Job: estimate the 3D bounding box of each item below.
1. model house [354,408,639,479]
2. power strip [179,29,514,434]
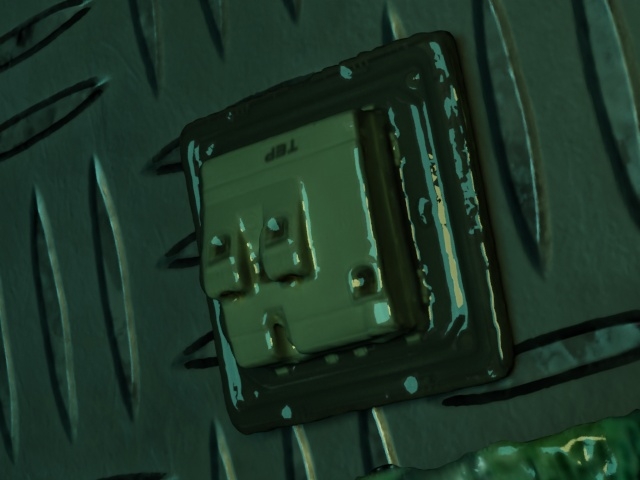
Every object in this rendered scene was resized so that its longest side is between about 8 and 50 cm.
[{"bbox_3d":[0.142,0.236,0.877,0.261,0.226,0.241,-24,73,39],"label":"model house"},{"bbox_3d":[-0.001,-0.002,1.102,0.257,0.092,0.251,-18,72,34],"label":"power strip"}]
